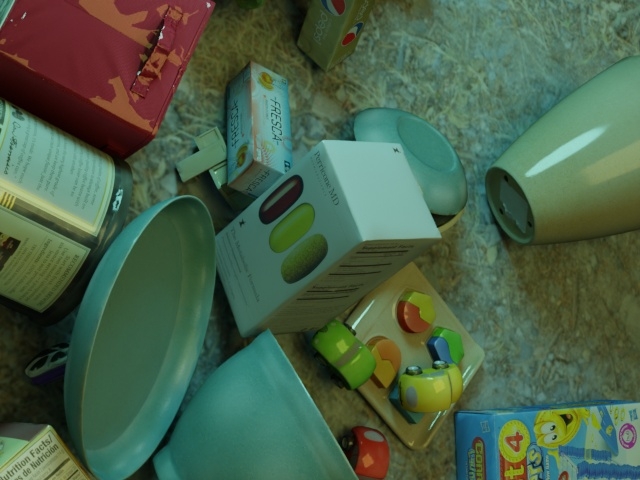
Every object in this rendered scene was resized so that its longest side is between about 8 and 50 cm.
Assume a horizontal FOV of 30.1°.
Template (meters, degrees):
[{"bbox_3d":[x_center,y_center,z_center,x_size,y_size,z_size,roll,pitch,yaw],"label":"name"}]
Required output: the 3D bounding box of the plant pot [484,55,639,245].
[{"bbox_3d":[0.390,-0.105,1.747,0.274,0.256,0.256,-24,99,-17],"label":"plant pot"}]

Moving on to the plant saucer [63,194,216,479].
[{"bbox_3d":[-0.194,0.101,1.278,0.317,0.044,0.317,14,90,-76],"label":"plant saucer"}]

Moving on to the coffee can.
[{"bbox_3d":[-0.365,-0.056,1.238,0.275,0.201,0.201,29,70,-28],"label":"coffee can"}]

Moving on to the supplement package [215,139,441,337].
[{"bbox_3d":[0.000,0.000,1.424,0.134,0.244,0.139,-2,62,-44],"label":"supplement package"}]

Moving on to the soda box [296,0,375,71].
[{"bbox_3d":[0.026,-0.303,1.540,0.061,0.181,0.058,44,58,11],"label":"soda box"}]

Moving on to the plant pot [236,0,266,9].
[{"bbox_3d":[-0.067,-0.436,1.469,0.276,0.276,0.254,44,75,-22],"label":"plant pot"}]

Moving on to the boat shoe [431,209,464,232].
[{"bbox_3d":[0.087,-0.034,1.610,0.255,0.095,0.079,-20,108,-25],"label":"boat shoe"}]

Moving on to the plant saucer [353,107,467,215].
[{"bbox_3d":[0.134,-0.120,1.620,0.195,0.037,0.195,27,36,-22],"label":"plant saucer"}]

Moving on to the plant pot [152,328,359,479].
[{"bbox_3d":[-0.070,0.278,1.379,0.196,0.293,0.293,-31,103,-5],"label":"plant pot"}]

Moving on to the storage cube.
[{"bbox_3d":[-0.264,-0.211,1.323,0.193,0.215,0.183,29,70,-21],"label":"storage cube"}]

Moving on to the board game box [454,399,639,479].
[{"bbox_3d":[0.342,0.394,1.736,0.302,0.086,0.308,1,84,-34],"label":"board game box"}]

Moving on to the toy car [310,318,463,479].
[{"bbox_3d":[0.069,0.199,1.555,0.239,0.053,0.225,-44,114,-14],"label":"toy car"}]

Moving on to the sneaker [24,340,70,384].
[{"bbox_3d":[-0.255,0.149,1.374,0.170,0.068,0.071,-5,94,-35],"label":"sneaker"}]

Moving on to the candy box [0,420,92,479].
[{"bbox_3d":[-0.262,0.338,1.275,0.087,0.183,0.316,-43,109,-30],"label":"candy box"}]

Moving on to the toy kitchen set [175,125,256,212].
[{"bbox_3d":[-0.135,-0.082,1.505,0.068,0.075,0.083,-28,63,3],"label":"toy kitchen set"}]

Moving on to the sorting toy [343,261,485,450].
[{"bbox_3d":[0.126,0.155,1.645,0.208,0.038,0.193,49,62,-20],"label":"sorting toy"}]

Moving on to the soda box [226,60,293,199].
[{"bbox_3d":[-0.077,-0.136,1.479,0.063,0.058,0.183,25,42,-29],"label":"soda box"}]
